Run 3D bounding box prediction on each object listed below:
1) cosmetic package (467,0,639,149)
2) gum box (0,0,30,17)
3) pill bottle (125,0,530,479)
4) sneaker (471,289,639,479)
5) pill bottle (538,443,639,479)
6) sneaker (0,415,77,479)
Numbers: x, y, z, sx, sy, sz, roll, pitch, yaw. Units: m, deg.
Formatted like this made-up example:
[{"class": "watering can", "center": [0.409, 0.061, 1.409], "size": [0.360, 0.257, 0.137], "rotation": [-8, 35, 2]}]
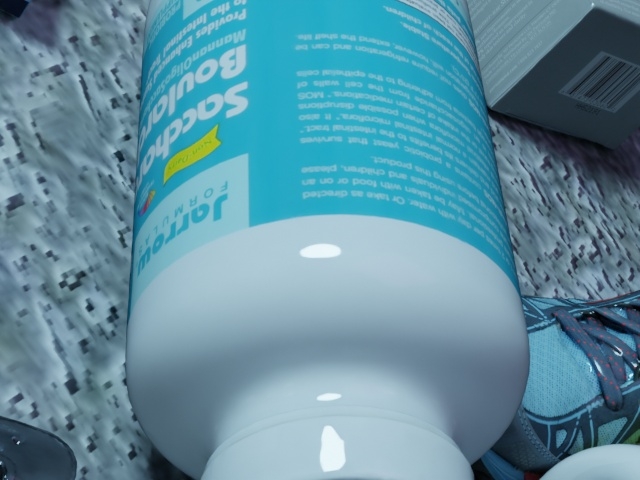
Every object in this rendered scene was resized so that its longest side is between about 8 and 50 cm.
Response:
[{"class": "cosmetic package", "center": [0.142, -0.190, 0.870], "size": [0.127, 0.107, 0.238], "rotation": [12, 46, -36]}, {"class": "gum box", "center": [-0.188, -0.205, 0.614], "size": [0.157, 0.041, 0.184], "rotation": [25, 42, -26]}, {"class": "pill bottle", "center": [0.000, 0.000, 0.521], "size": [0.146, 0.146, 0.264], "rotation": [23, 42, -28]}, {"class": "sneaker", "center": [0.152, 0.047, 0.633], "size": [0.261, 0.125, 0.104], "rotation": [3, 54, -47]}, {"class": "pill bottle", "center": [0.190, 0.148, 0.593], "size": [0.215, 0.117, 0.117], "rotation": [7, 52, -40]}, {"class": "sneaker", "center": [-0.153, 0.035, 0.376], "size": [0.153, 0.101, 0.269], "rotation": [12, 54, -29]}]
